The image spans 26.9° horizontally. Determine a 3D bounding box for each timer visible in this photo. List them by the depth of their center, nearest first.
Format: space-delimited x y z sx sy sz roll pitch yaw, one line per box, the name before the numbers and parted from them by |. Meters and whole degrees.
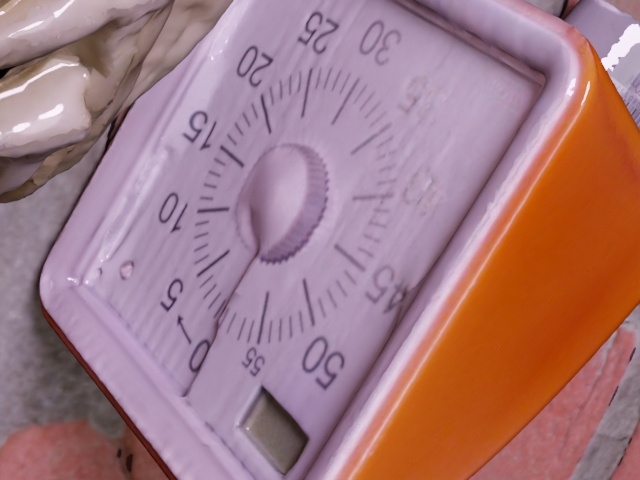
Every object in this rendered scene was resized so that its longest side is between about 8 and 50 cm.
timer | 0.000 0.000 0.632 0.250 0.257 0.161 -48 135 -1

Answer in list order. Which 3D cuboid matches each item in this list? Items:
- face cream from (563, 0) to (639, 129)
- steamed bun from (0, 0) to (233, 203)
face cream | 0.107 -0.013 0.794 0.107 0.073 0.269 32 97 -32
steamed bun | -0.176 -0.105 0.458 0.320 0.275 0.206 14 80 -21
